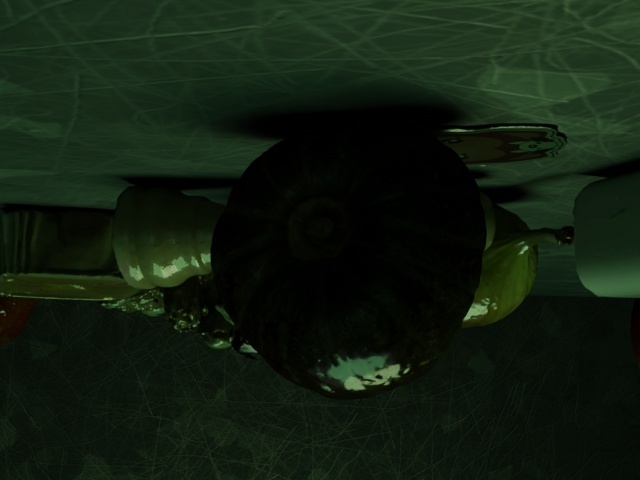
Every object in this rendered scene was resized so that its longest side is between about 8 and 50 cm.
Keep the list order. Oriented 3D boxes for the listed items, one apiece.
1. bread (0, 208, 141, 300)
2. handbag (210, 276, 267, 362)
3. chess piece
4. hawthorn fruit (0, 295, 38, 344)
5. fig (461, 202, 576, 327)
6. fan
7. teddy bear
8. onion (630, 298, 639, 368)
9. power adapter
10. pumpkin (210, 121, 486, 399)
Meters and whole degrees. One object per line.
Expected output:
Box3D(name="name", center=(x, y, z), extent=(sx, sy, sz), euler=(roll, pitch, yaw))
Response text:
Box3D(name="bread", center=(-0.347, 0.017, 1.284), extent=(0.210, 0.109, 0.192), euler=(2, 167, -16))
Box3D(name="handbag", center=(0.001, 0.092, 1.066), extent=(0.235, 0.127, 0.213), euler=(5, -169, -18))
Box3D(name="chess piece", center=(-0.017, -0.013, 0.969), extent=(0.397, 0.117, 0.117), euler=(-3, 173, 15))
Box3D(name="hawthorn fruit", center=(-0.555, 0.071, 1.452), extent=(0.205, 0.205, 0.253), euler=(4, 178, -25))
Box3D(name="fig", center=(0.201, 0.027, 1.031), extent=(0.231, 0.143, 0.160), euler=(6, -142, 44))
Box3D(name="fan", center=(0.097, -0.078, 0.782), extent=(0.220, 0.009, 0.132), euler=(-2, 171, 15))
Box3D(name="teddy bear", center=(-0.241, 0.065, 1.507), extent=(0.256, 0.156, 0.267), euler=(-3, -156, -5))
Box3D(name="onion", center=(0.566, 0.121, 1.208), extent=(0.342, 0.341, 0.341), euler=(1, 174, 0))
Box3D(name="power adapter", center=(0.378, -0.013, 0.826), extent=(0.187, 0.124, 0.255), euler=(1, 173, -19))
Box3D(name="pumpkin", center=(0.021, 0.016, 0.723), extent=(0.219, 0.218, 0.162), euler=(-1, 171, 21))
